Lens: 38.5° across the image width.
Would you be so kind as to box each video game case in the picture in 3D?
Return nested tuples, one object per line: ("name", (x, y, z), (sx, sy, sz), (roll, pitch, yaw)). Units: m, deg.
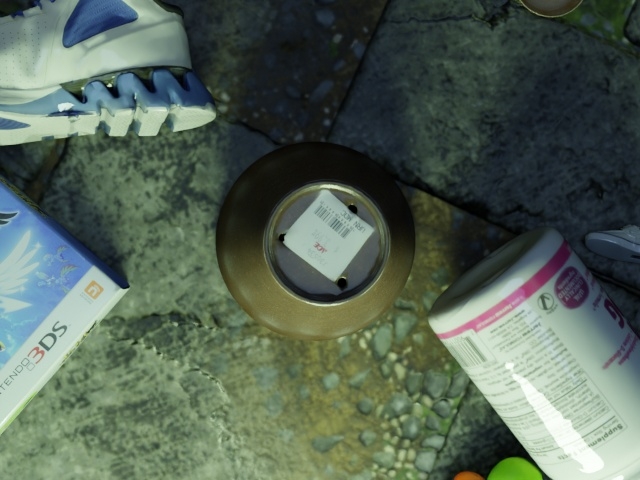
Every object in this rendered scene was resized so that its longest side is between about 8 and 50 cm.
("video game case", (-0.379, 0.052, 0.943), (0.269, 0.061, 0.244), (41, 87, -2))

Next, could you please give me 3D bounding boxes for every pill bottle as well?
("pill bottle", (0.253, 0.140, 0.924), (0.160, 0.160, 0.283), (-38, 92, -2))

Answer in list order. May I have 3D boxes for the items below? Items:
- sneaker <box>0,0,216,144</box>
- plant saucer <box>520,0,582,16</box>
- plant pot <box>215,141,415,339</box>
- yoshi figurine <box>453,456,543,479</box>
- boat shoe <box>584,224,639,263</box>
("sneaker", (-0.269, -0.198, 0.910), (0.316, 0.127, 0.182), (-4, 81, -22))
("plant saucer", (0.248, -0.282, 0.995), (0.084, 0.015, 0.083), (0, 90, -3))
("plant pot", (0.000, 0.000, 0.876), (0.216, 0.230, 0.215), (0, 90, -3))
("yoshi figurine", (0.183, 0.406, 0.918), (0.203, 0.203, 0.362), (23, 87, -19))
("boat shoe", (0.336, 0.001, 0.994), (0.100, 0.035, 0.035), (12, 62, 1))
